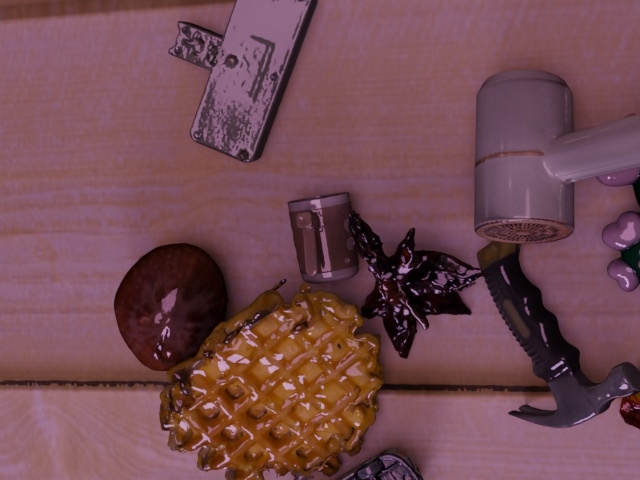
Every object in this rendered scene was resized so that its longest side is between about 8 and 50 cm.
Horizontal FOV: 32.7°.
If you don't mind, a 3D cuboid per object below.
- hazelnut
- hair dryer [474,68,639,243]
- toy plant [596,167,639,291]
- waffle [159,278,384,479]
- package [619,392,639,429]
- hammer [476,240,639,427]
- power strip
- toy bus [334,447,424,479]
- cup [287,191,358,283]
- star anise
[{"bbox_3d":[-0.179,0.079,1.307,0.143,0.143,0.154,28,101,9],"label":"hazelnut"},{"bbox_3d":[0.302,-0.106,1.089,0.357,0.108,0.173,-11,73,48],"label":"hair dryer"},{"bbox_3d":[0.413,-0.050,1.157,0.233,0.112,0.243,-7,105,14],"label":"toy plant"},{"bbox_3d":[-0.057,0.179,1.280,0.262,0.060,0.280,1,118,-7],"label":"waffle"},{"bbox_3d":[0.460,0.130,1.138,0.223,0.108,0.288,22,144,13],"label":"package"},{"bbox_3d":[0.246,0.102,1.234,0.159,0.041,0.226,-36,77,39],"label":"hammer"},{"bbox_3d":[-0.107,-0.214,1.291,0.145,0.061,0.215,22,101,9],"label":"power strip"},{"bbox_3d":[0.040,0.318,1.304,0.194,0.089,0.087,-36,86,15],"label":"toy bus"},{"bbox_3d":[0.008,-0.002,1.269,0.074,0.102,0.099,-11,96,-8],"label":"cup"},{"bbox_3d":[0.112,0.050,1.254,0.157,0.053,0.212,0,125,8],"label":"star anise"}]
